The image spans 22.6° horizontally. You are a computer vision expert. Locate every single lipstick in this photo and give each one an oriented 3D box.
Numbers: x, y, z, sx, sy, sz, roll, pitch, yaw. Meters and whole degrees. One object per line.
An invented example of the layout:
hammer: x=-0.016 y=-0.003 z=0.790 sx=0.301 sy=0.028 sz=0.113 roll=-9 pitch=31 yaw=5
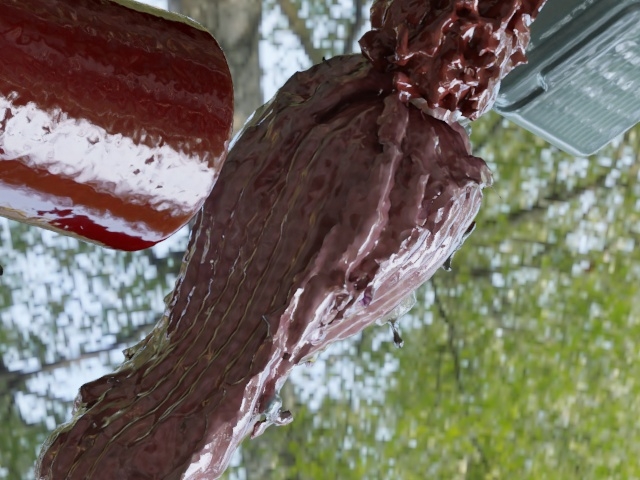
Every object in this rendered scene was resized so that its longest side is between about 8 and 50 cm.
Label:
lipstick: x=-0.127 y=-0.054 z=0.419 sx=0.241 sy=0.080 sz=0.080 roll=15 pitch=-154 yaw=-48

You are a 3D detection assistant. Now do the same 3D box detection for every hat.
hat: x=0.000 y=0.000 z=0.648 sx=0.107 sy=0.286 sz=0.237 roll=34 pitch=-165 yaw=-14

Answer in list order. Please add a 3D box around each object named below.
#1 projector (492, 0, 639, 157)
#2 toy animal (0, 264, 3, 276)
projector: x=0.175 y=-0.192 z=0.821 sx=0.099 sy=0.256 sz=0.192 roll=24 pitch=-140 yaw=-40
toy animal: x=-0.208 y=0.011 z=0.729 sx=0.105 sy=0.202 sz=0.070 roll=43 pitch=-165 yaw=4
